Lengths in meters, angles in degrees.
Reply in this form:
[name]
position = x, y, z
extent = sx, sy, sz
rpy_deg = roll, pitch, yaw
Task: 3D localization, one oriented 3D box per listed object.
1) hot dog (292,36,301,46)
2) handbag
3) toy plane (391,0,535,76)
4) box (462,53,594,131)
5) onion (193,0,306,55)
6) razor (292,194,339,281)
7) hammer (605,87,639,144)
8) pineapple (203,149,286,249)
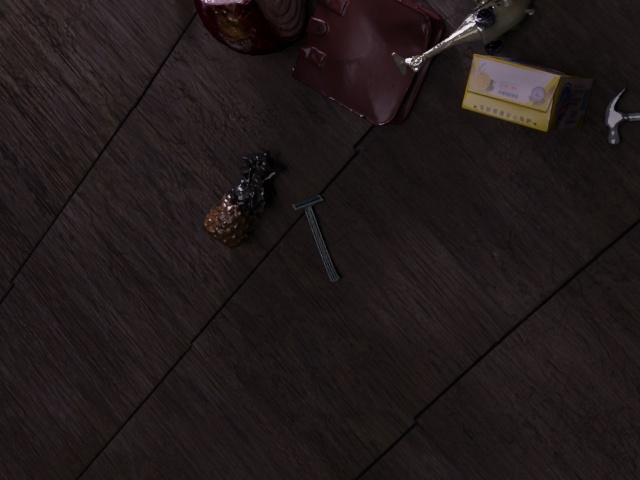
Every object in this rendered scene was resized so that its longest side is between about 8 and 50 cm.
[hot dog]
position = -0.098, -0.438, 2.103
extent = 0.122, 0.037, 0.049
rpy_deg = 1, 88, 23
[handbag]
position = 0.092, -0.393, 1.984
extent = 0.275, 0.084, 0.260
rpy_deg = 33, 115, 20
[toy plane]
position = 0.278, -0.398, 1.845
extent = 0.286, 0.092, 0.108
rpy_deg = -32, 48, 3
[box]
position = 0.380, -0.267, 1.742
extent = 0.168, 0.265, 0.097
rpy_deg = 21, 107, 26
[onion]
position = -0.152, -0.488, 2.010
extent = 0.206, 0.216, 0.207
rpy_deg = 0, 142, 31
[razor]
position = -0.001, 0.000, 2.128
extent = 0.068, 0.037, 0.191
rpy_deg = -21, 94, -12
[hammer]
position = 0.642, -0.233, 1.743
extent = 0.246, 0.029, 0.103
rpy_deg = -2, 99, 27
[pineapple]
position = -0.169, -0.100, 2.166
extent = 0.119, 0.111, 0.237
rpy_deg = 32, 106, -15
